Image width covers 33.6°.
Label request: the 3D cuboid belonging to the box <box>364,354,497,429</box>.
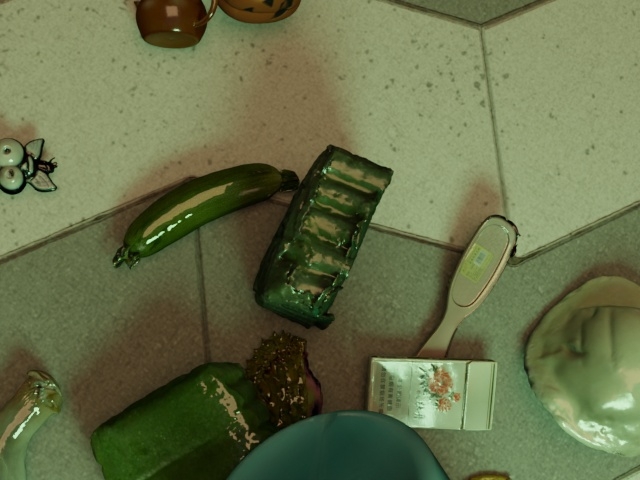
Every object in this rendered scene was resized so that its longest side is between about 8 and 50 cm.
[{"bbox_3d":[0.168,0.232,1.617,0.198,0.029,0.109,3,96,-9],"label":"box"}]

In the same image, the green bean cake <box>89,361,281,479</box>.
[{"bbox_3d":[-0.172,0.301,1.492,0.248,0.125,0.222,-33,85,10],"label":"green bean cake"}]

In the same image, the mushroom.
[{"bbox_3d":[-0.437,0.291,1.503,0.092,0.081,0.223,16,75,13],"label":"mushroom"}]

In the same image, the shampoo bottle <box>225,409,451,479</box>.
[{"bbox_3d":[0.059,0.441,1.355,0.331,0.331,0.343,-41,126,-13],"label":"shampoo bottle"}]

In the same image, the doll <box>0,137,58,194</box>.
[{"bbox_3d":[-0.500,-0.098,1.567,0.219,0.067,0.091,-12,78,-13],"label":"doll"}]

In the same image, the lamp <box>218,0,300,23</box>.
[{"bbox_3d":[-0.106,-0.427,1.627,0.164,0.187,0.188,-4,81,-18],"label":"lamp"}]

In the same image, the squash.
[{"bbox_3d":[-0.180,-0.054,1.610,0.318,0.071,0.080,-26,126,-15],"label":"squash"}]

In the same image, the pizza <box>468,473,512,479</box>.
[{"bbox_3d":[0.259,0.396,1.620,0.083,0.025,0.078,-9,79,-11],"label":"pizza"}]

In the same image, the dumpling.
[{"bbox_3d":[0.428,0.190,1.636,0.227,0.243,0.175,2,119,9],"label":"dumpling"}]

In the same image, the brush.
[{"bbox_3d":[0.211,0.102,1.656,0.072,0.067,0.313,28,89,-9],"label":"brush"}]

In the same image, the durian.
[{"bbox_3d":[-0.058,0.223,1.558,0.119,0.108,0.187,-4,82,-11],"label":"durian"}]

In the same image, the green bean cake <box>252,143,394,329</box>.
[{"bbox_3d":[0.000,0.000,1.536,0.132,0.255,0.241,25,81,-1],"label":"green bean cake"}]

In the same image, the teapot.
[{"bbox_3d":[-0.224,-0.359,1.629,0.173,0.116,0.116,-4,77,35],"label":"teapot"}]
